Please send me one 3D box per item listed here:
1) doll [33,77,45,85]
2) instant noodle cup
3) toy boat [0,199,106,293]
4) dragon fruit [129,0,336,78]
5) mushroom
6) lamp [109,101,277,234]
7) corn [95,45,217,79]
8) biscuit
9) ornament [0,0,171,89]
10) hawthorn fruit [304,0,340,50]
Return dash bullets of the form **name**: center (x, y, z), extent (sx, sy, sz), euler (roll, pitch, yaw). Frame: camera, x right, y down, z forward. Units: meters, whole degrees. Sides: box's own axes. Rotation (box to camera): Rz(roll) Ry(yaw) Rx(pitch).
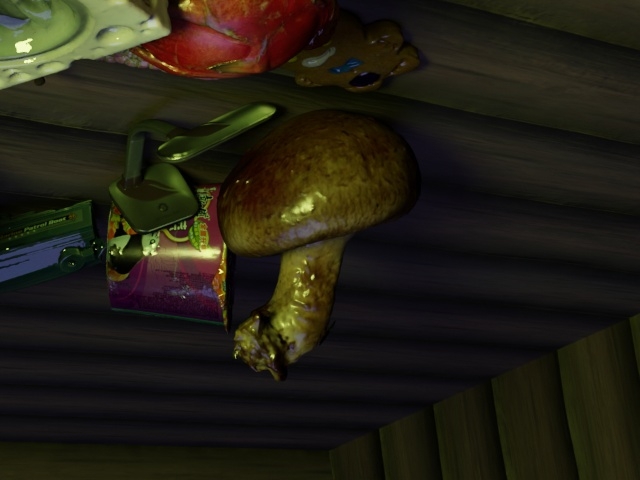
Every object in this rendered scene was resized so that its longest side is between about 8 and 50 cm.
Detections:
- **doll**: center (-0.400, -0.254, 1.786), extent (0.139, 0.057, 0.165), euler (2, 153, -15)
- **instant noodle cup**: center (-0.235, 0.021, 2.331), extent (0.190, 0.251, 0.251), euler (2, 159, 0)
- **toy boat**: center (-0.498, 0.017, 2.365), extent (0.296, 0.122, 0.114), euler (-15, 139, -8)
- **dragon fruit**: center (-0.100, -0.284, 1.567), extent (0.252, 0.241, 0.241), euler (-32, 176, -35)
- **mushroom**: center (-0.002, -0.012, 2.119), extent (0.334, 0.356, 0.331), euler (-14, 159, -2)
- **lamp**: center (-0.190, -0.130, 2.147), extent (0.203, 0.124, 0.283), euler (-20, 164, -27)
- **corn**: center (-0.239, -0.261, 1.729), extent (0.335, 0.126, 0.126), euler (4, 157, -22)
- **biscuit**: center (0.023, -0.251, 1.962), extent (0.180, 0.039, 0.236), euler (-23, 152, 39)
- **ornament**: center (-0.312, -0.304, 1.388), extent (0.239, 0.239, 0.240), euler (-15, 163, 19)
- **hawthorn fruit**: center (-0.022, -0.280, 1.807), extent (0.093, 0.093, 0.093), euler (-6, 160, -2)
